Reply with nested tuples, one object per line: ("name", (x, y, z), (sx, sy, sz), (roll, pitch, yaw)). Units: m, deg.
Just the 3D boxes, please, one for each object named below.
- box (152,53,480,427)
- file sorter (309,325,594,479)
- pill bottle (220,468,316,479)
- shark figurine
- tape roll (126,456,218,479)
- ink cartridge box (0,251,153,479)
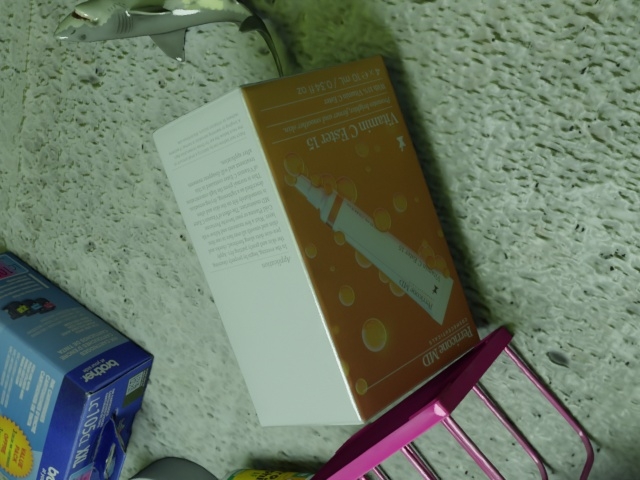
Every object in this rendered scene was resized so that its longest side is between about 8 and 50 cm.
("box", (0.000, 0.000, 0.922), (0.168, 0.215, 0.345), (-15, 97, 47))
("file sorter", (0.131, 0.276, 0.957), (0.182, 0.202, 0.291), (50, 124, 7))
("pill bottle", (-0.038, 0.373, 1.140), (0.209, 0.118, 0.117), (-6, 102, 33))
("shark figurine", (-0.163, -0.261, 1.047), (0.279, 0.166, 0.116), (8, 136, 11))
("tape roll", (-0.222, 0.450, 1.305), (0.219, 0.072, 0.219), (10, 110, 29))
("ink cartridge box", (-0.431, 0.234, 1.321), (0.396, 0.151, 0.269), (31, 119, 18))
